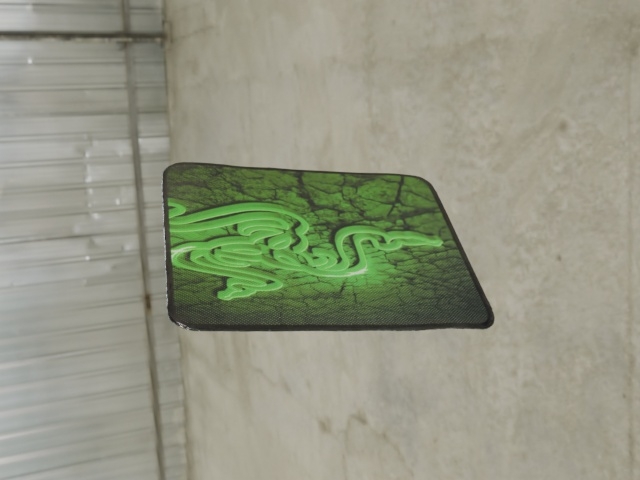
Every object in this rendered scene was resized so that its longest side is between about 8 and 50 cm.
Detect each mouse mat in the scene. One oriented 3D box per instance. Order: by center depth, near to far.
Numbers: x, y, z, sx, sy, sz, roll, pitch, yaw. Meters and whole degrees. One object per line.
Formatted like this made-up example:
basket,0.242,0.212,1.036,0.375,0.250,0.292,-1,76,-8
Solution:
mouse mat,0.000,0.000,0.479,0.153,0.189,0.007,-106,21,-48
